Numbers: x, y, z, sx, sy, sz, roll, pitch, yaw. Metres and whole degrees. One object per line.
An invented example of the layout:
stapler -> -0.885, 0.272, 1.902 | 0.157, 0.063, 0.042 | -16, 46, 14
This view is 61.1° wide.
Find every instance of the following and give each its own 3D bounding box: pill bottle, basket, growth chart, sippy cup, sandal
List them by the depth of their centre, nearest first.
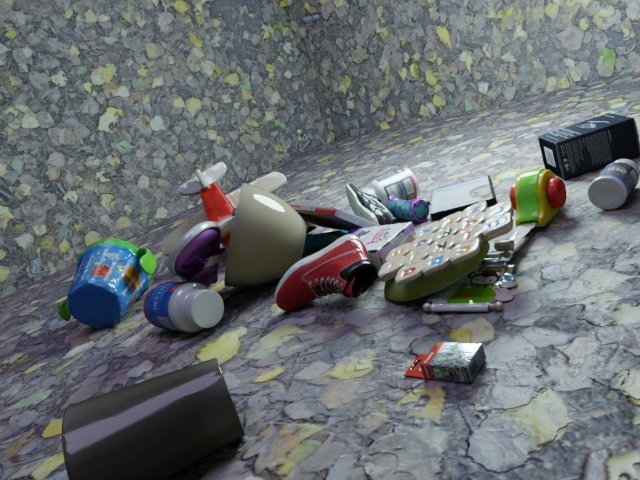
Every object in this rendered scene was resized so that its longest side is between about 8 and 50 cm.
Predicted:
basket -> -0.241, 0.280, 0.815 | 0.227, 0.154, 0.204 | -20, 16, -14
growth chart -> 0.295, 0.079, 1.052 | 0.172, 0.021, 0.237 | -10, 19, 29
pill bottle -> 0.649, -0.127, 1.194 | 0.078, 0.078, 0.137 | -4, 23, 46
pill bottle -> -0.340, 0.164, 1.355 | 0.221, 0.124, 0.124 | -4, 22, 45
sandal -> -0.301, 0.066, 1.449 | 0.169, 0.102, 0.416 | -50, -7, -18
sippy cup -> -0.666, 0.145, 1.683 | 0.240, 0.305, 0.224 | 21, 24, -13
pill bottle -> 0.220, -0.157, 1.766 | 0.180, 0.108, 0.108 | -23, 16, -11

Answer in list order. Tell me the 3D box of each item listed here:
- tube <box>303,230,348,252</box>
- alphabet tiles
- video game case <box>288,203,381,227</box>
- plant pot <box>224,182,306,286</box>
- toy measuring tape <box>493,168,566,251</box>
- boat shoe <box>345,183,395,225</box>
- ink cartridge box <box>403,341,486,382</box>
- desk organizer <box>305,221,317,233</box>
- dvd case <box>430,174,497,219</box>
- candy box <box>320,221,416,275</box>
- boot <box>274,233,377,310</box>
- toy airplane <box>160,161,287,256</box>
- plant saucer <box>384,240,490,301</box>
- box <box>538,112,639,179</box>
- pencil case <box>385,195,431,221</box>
tube -> 0.000, 0.000, 1.639 | 0.207, 0.052, 0.080 | -13, 21, 0
alphabet tiles -> 0.254, 0.003, 1.104 | 0.284, 0.021, 0.278 | -25, 12, 27
video game case -> 0.026, -0.062, 1.552 | 0.204, 0.025, 0.285 | 19, -6, -40
plant pot -> -0.142, 0.001, 1.479 | 0.191, 0.284, 0.284 | 11, 15, -6
toy measuring tape -> 0.454, -0.084, 1.191 | 0.121, 0.121, 0.330 | -5, 18, 44
boat shoe -> 0.145, -0.105, 1.653 | 0.079, 0.084, 0.233 | -22, 41, -13
ink cartridge box -> 0.184, 0.182, 0.823 | 0.115, 0.029, 0.063 | -6, 22, 41
desk organizer -> -0.081, -0.036, 1.835 | 0.130, 0.050, 0.047 | -31, -22, 17
dvd case -> 0.416, -0.130, 1.593 | 0.180, 0.022, 0.253 | -15, 16, 18
candy box -> 0.119, 0.024, 1.355 | 0.196, 0.070, 0.165 | -6, 21, 43
boot -> 0.007, 0.101, 1.181 | 0.244, 0.088, 0.176 | -36, 27, 8
toy airplane -> -0.337, -0.083, 1.915 | 0.386, 0.272, 0.384 | 4, 58, 27
plant saucer -> 0.232, 0.044, 1.132 | 0.241, 0.037, 0.241 | -29, 12, 7
box -> 0.729, -0.260, 1.481 | 0.207, 0.108, 0.153 | -17, 16, 10
pencil case -> 0.253, -0.094, 1.584 | 0.064, 0.070, 0.152 | -27, 16, -21
